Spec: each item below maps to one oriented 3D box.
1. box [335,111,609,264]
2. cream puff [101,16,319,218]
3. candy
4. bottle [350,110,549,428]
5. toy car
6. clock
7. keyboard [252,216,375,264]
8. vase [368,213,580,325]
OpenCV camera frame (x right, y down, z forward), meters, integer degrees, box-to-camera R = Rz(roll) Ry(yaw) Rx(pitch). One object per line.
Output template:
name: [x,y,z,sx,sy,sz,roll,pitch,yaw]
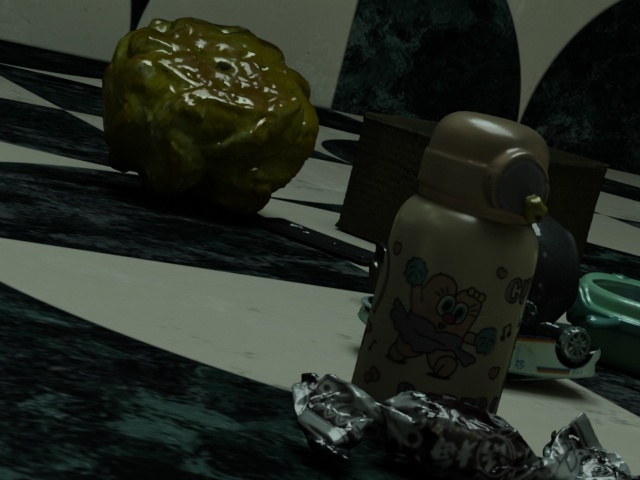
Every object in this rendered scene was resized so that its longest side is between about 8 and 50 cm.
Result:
box: [0.176,-0.051,2.014,0.184,0.143,0.273,22,12,41]
cream puff: [-0.125,-0.134,1.860,0.244,0.196,0.244,13,10,-2]
candy: [0.092,0.121,1.026,0.226,0.051,0.094,13,11,-7]
bottle: [0.090,0.024,1.115,0.097,0.209,0.110,10,10,-28]
toy car: [0.122,0.076,1.361,0.205,0.056,0.095,6,11,-27]
clock: [0.297,0.082,1.588,0.159,0.066,0.211,17,9,20]
keyboard: [0.000,0.000,1.818,0.155,0.010,0.053,21,11,37]
vase: [0.134,0.028,1.554,0.183,0.120,0.120,-1,11,-9]
